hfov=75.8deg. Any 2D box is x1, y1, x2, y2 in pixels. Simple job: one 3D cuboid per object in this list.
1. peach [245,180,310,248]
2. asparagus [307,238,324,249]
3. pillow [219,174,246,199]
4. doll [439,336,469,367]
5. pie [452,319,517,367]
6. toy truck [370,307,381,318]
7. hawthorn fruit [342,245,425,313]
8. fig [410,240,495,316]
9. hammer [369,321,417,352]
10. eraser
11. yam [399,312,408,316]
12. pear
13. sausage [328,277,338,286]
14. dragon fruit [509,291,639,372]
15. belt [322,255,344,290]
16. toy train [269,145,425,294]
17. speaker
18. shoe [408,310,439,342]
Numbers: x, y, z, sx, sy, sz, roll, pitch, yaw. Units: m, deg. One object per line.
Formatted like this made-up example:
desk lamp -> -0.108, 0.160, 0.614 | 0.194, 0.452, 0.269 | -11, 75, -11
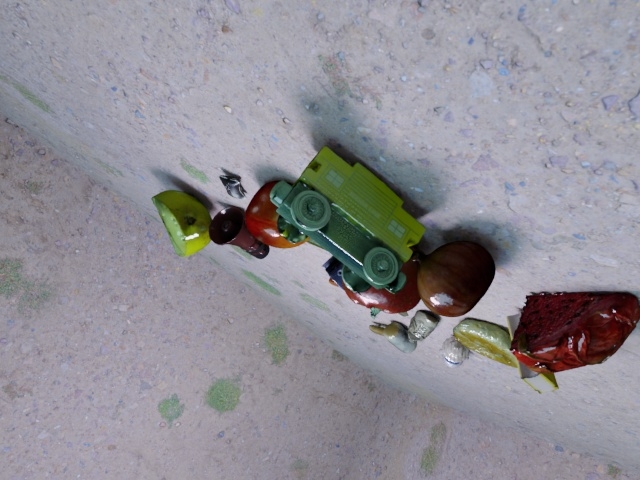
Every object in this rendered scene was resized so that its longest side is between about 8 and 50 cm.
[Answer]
peach -> -0.159, -0.094, 1.502 | 0.274, 0.245, 0.249 | 22, 131, 50
asparagus -> -0.001, 0.002, 1.665 | 0.277, 0.060, 0.067 | 23, 147, 19
pillow -> -0.352, -0.215, 1.663 | 0.091, 0.055, 0.136 | -6, 155, 5
doll -> 0.632, 0.532, 1.943 | 0.138, 0.119, 0.293 | 13, 159, 21
pie -> 0.684, 0.418, 1.672 | 0.323, 0.070, 0.323 | 30, 162, 11
toy truck -> 0.263, 0.320, 2.009 | 0.078, 0.080, 0.154 | 45, 166, 26
hawthorn fruit -> 0.219, 0.101, 1.339 | 0.275, 0.300, 0.275 | 29, -166, -8
fig -> 0.379, 0.104, 1.172 | 0.235, 0.235, 0.214 | 50, 178, -41
hammer -> 0.374, 0.511, 2.256 | 0.202, 0.113, 0.305 | 44, 161, -24
eraser -> 0.680, 0.357, 1.320 | 0.158, 0.226, 0.069 | 36, 132, -30
yam -> 0.284, 0.212, 1.693 | 0.259, 0.106, 0.106 | 38, 158, -27
pear -> -0.645, -0.088, 2.036 | 0.318, 0.238, 0.342 | 16, 129, 51
sausage -> 0.103, 0.213, 2.023 | 0.131, 0.041, 0.039 | 17, 158, 32
dragon fruit -> 0.683, 0.224, 1.120 | 0.240, 0.302, 0.330 | 60, 144, 21
belt -> 0.127, 0.148, 1.750 | 0.218, 0.128, 0.122 | 45, -175, -35
toy train -> 0.083, -0.054, 1.127 | 0.442, 0.272, 0.179 | 38, 157, -9
speaker -> -0.415, -0.016, 2.032 | 0.259, 0.198, 0.329 | 7, 160, 22
shoe -> 0.463, 0.400, 1.885 | 0.103, 0.098, 0.275 | 23, 157, 10
